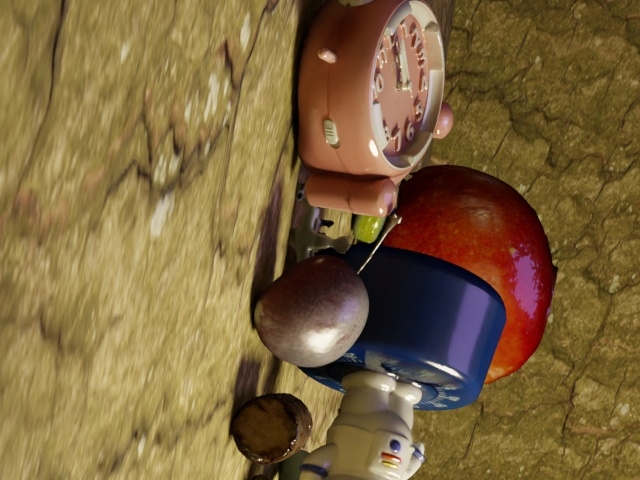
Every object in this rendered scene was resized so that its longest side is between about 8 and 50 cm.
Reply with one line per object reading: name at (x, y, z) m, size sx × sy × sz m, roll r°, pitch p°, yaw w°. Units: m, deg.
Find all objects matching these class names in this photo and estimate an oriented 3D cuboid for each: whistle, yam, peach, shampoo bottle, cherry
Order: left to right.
yam at (-0.051, 0.204, 1.449) m, size 0.141 × 0.079 × 0.079 m, roll 29°, pitch 71°, yaw -81°
shampoo bottle at (-0.030, 0.330, 1.694) m, size 0.195 × 0.056 × 0.056 m, roll -89°, pitch -174°, yaw -77°
cherry at (0.002, 0.054, 1.437) m, size 0.188 × 0.148 × 0.115 m, roll -56°, pitch -144°, yaw 24°
whistle at (0.084, -0.047, 2.231) m, size 0.198 × 0.057 × 0.104 m, roll 60°, pitch 50°, yaw -88°
peach at (0.258, 0.070, 2.320) m, size 0.335 × 0.310 × 0.406 m, roll -51°, pitch 147°, yaw -65°

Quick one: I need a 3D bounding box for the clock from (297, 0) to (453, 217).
clock at (0.046, -0.184, 1.506) m, size 0.227 × 0.142 × 0.241 m, roll -53°, pitch 145°, yaw -42°

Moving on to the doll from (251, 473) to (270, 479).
doll at (-0.066, 0.385, 1.583) m, size 0.137 × 0.097 × 0.209 m, roll -139°, pitch -145°, yaw -63°

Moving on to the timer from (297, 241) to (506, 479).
timer at (0.062, 0.224, 1.609) m, size 0.270 × 0.270 × 0.383 m, roll 80°, pitch 23°, yaw -67°

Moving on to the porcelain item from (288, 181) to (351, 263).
porcelain item at (0.000, 0.000, 1.571) m, size 0.021 × 0.075 × 0.136 m, roll 20°, pitch 79°, yaw -80°

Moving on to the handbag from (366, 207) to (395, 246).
handbag at (0.109, 0.005, 2.453) m, size 0.221 × 0.057 × 0.144 m, roll -68°, pitch 160°, yaw -56°
